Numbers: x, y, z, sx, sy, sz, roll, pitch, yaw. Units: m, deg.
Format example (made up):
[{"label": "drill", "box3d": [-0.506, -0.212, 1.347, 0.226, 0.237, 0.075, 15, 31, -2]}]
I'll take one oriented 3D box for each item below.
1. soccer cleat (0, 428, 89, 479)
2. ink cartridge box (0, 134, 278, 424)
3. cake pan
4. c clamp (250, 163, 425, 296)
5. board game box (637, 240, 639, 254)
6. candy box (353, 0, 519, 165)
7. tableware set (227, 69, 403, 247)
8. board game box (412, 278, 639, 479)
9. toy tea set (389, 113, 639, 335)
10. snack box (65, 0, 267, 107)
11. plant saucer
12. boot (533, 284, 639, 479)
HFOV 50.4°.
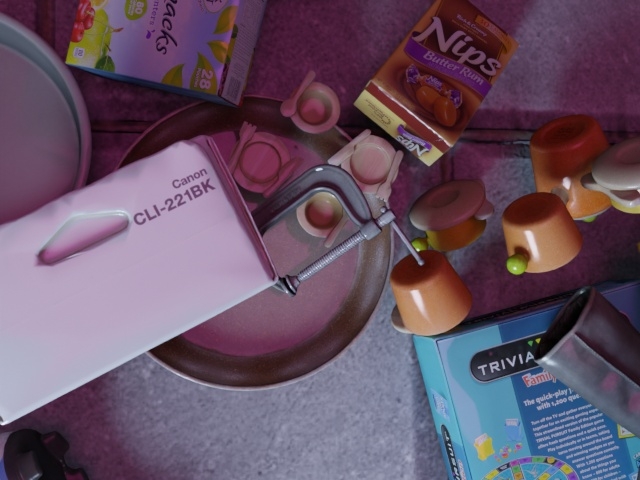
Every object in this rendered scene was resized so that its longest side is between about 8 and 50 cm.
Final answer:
[{"label": "soccer cleat", "box3d": [-0.251, 0.341, 0.653, 0.143, 0.116, 0.331, -30, 89, 5]}, {"label": "ink cartridge box", "box3d": [-0.155, 0.029, 0.550, 0.197, 0.273, 0.114, -27, 91, -10]}, {"label": "cake pan", "box3d": [-0.378, -0.093, 0.681, 0.293, 0.054, 0.293, 1, 86, -10]}, {"label": "c clamp", "box3d": [0.000, 0.000, 0.673, 0.161, 0.022, 0.137, -30, 84, 15]}, {"label": "board game box", "box3d": [0.502, 0.124, 0.727, 0.317, 0.064, 0.242, 11, 60, -24]}, {"label": "candy box", "box3d": [0.131, -0.185, 0.747, 0.109, 0.053, 0.186, 38, 60, -4]}, {"label": "tableware set", "box3d": [-0.004, -0.083, 0.712, 0.169, 0.020, 0.141, 39, 80, -5]}, {"label": "board game box", "box3d": [0.270, 0.235, 0.752, 0.254, 0.079, 0.335, -14, 88, -11]}, {"label": "toy tea set", "box3d": [0.217, -0.005, 0.724, 0.336, 0.200, 0.124, -28, 119, 3]}, {"label": "snack box", "box3d": [-0.143, -0.255, 0.682, 0.175, 0.070, 0.207, 16, 94, 14]}, {"label": "plant saucer", "box3d": [-0.076, 0.001, 0.728, 0.311, 0.050, 0.310, 1, 85, -9]}, {"label": "boot", "box3d": [0.302, 0.176, 0.684, 0.208, 0.076, 0.189, 39, 66, -12]}]
